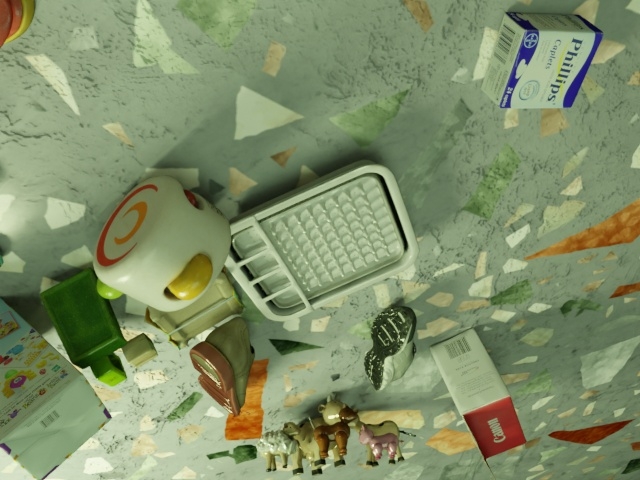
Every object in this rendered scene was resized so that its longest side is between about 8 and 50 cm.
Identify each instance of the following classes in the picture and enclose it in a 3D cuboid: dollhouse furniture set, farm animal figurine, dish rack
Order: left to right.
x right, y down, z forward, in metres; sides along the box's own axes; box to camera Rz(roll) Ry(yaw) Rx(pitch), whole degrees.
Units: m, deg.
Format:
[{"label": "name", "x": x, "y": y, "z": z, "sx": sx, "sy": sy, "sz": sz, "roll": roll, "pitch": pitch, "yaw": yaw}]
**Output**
[{"label": "dollhouse furniture set", "x": -0.319, "y": 0.118, "z": 0.993, "sx": 0.301, "sy": 0.151, "sz": 0.197, "roll": -30, "pitch": 156, "yaw": -12}, {"label": "dish rack", "x": 0.000, "y": 0.000, "z": 0.973, "sx": 0.332, "sy": 0.072, "sz": 0.286, "roll": -23, "pitch": 132, "yaw": 5}, {"label": "farm animal figurine", "x": 0.041, "y": 0.512, "z": 1.396, "sx": 0.326, "sy": 0.172, "sz": 0.330, "roll": -26, "pitch": 142, "yaw": 24}]

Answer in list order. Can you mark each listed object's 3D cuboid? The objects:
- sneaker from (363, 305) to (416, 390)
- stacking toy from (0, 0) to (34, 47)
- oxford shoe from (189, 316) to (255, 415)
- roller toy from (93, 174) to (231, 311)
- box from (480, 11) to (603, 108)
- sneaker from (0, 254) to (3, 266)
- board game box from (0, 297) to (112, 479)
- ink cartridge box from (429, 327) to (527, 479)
[{"label": "sneaker", "x": 0.180, "y": 0.246, "z": 1.243, "sx": 0.108, "sy": 0.100, "sz": 0.272, "roll": -14, "pitch": 138, "yaw": -24}, {"label": "stacking toy", "x": -0.420, "y": -0.344, "z": 0.500, "sx": 0.309, "sy": 0.130, "sz": 0.279, "roll": 26, "pitch": 120, "yaw": -34}, {"label": "oxford shoe", "x": -0.188, "y": 0.283, "z": 1.141, "sx": 0.130, "sy": 0.123, "sz": 0.348, "roll": -47, "pitch": 164, "yaw": -29}, {"label": "roller toy", "x": -0.241, "y": 0.007, "z": 0.824, "sx": 0.209, "sy": 0.191, "sz": 0.146, "roll": -14, "pitch": 142, "yaw": 37}, {"label": "box", "x": 0.344, "y": -0.280, "z": 0.820, "sx": 0.137, "sy": 0.072, "sz": 0.126, "roll": -5, "pitch": 133, "yaw": -13}, {"label": "sneaker", "x": -0.604, "y": 0.050, "z": 0.838, "sx": 0.166, "sy": 0.076, "sz": 0.065, "roll": -6, "pitch": 133, "yaw": -11}, {"label": "board game box", "x": -0.512, "y": 0.243, "z": 0.886, "sx": 0.144, "sy": 0.275, "sz": 0.142, "roll": -42, "pitch": 144, "yaw": -32}, {"label": "ink cartridge box", "x": 0.425, "y": 0.430, "z": 1.347, "sx": 0.130, "sy": 0.272, "sz": 0.309, "roll": -26, "pitch": 134, "yaw": 8}]
